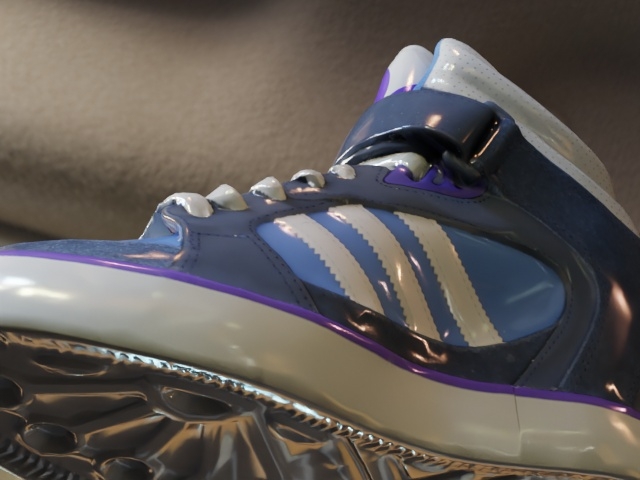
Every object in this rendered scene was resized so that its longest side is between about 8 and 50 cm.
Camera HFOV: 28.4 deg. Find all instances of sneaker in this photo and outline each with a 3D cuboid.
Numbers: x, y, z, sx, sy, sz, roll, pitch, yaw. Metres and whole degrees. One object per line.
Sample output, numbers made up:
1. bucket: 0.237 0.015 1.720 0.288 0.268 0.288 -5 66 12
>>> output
1. sneaker: 0.001 0.000 0.555 0.323 0.236 0.130 14 -41 -19
